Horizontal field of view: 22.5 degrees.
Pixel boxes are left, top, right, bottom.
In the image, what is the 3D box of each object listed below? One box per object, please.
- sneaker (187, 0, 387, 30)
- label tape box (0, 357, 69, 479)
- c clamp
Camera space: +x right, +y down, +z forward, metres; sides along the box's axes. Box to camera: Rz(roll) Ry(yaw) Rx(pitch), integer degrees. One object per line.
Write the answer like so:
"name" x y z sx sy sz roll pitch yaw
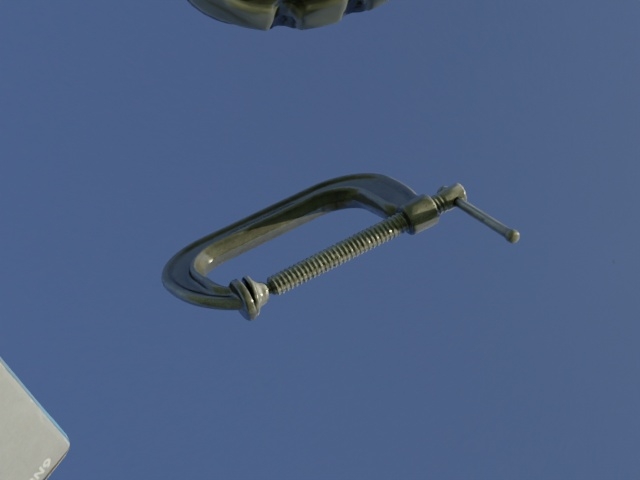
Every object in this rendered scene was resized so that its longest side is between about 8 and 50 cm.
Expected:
"sneaker" 0.067 -0.151 0.552 0.267 0.101 0.106 -10 -123 -16
"label tape box" -0.245 -0.025 0.518 0.241 0.333 0.106 31 -109 28
"c clamp" 0.000 0.000 0.825 0.161 0.137 0.022 -24 -62 -13
